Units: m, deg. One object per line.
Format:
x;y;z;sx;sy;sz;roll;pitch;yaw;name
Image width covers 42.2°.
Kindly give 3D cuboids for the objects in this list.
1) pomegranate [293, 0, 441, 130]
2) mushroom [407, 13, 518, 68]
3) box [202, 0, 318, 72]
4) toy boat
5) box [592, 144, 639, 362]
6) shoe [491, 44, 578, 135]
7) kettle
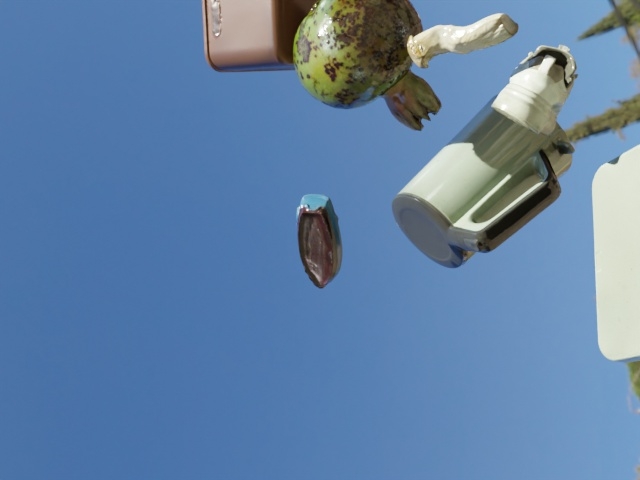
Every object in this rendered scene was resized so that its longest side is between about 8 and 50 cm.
0.118;-0.371;1.705;0.340;0.285;0.285;42;-130;-12;pomegranate
0.239;-0.342;1.416;0.059;0.202;0.054;40;-126;-45;mushroom
-0.068;-0.514;1.907;0.339;0.229;0.239;-14;-73;-46;box
0.000;0.000;1.810;0.097;0.100;0.223;-61;-31;-55;toy boat
0.667;0.039;1.418;0.343;0.177;0.352;7;-107;-13;box
0.406;-0.285;1.521;0.124;0.159;0.316;32;-161;9;shoe
0.394;-0.122;1.877;0.376;0.361;0.250;-42;-60;-17;kettle
